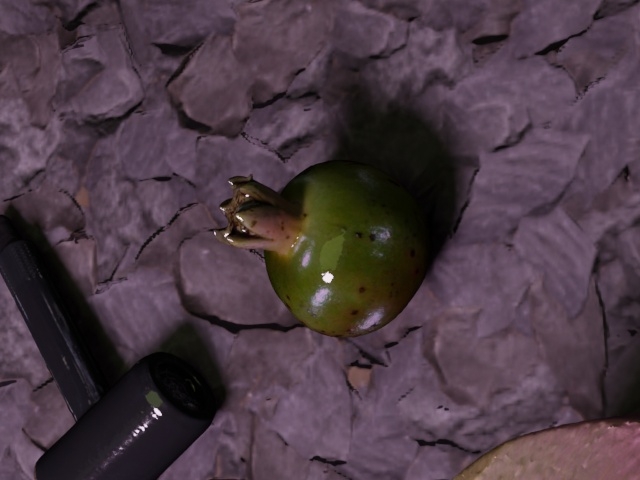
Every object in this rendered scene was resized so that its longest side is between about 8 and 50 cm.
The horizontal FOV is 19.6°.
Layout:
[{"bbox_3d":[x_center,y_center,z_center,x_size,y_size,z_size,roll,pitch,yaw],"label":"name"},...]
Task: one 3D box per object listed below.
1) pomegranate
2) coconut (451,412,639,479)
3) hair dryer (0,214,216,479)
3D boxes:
[{"bbox_3d":[0.000,0.000,1.165,0.114,0.142,0.115,-29,53,47],"label":"pomegranate"},{"bbox_3d":[0.169,0.203,0.973,0.233,0.245,0.233,-1,88,34],"label":"coconut"},{"bbox_3d":[-0.175,0.067,1.324,0.128,0.070,0.255,-43,61,23],"label":"hair dryer"}]
